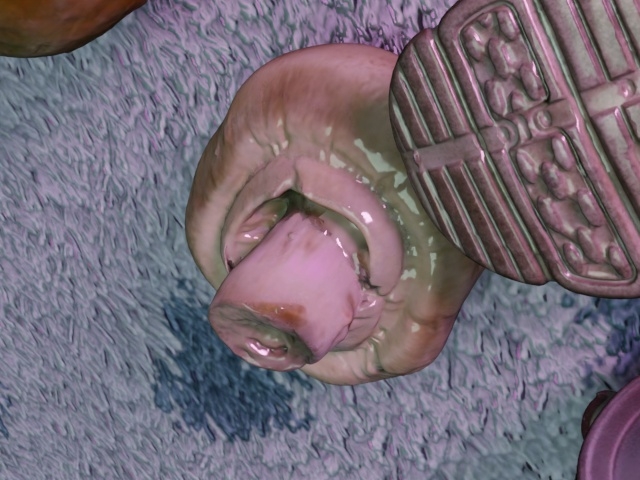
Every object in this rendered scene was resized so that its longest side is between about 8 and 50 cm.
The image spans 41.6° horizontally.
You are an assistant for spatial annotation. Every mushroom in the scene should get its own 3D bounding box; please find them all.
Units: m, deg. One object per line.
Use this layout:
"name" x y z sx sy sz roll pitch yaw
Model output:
"mushroom" 0.000 0.000 0.601 0.254 0.234 0.260 -7 111 37

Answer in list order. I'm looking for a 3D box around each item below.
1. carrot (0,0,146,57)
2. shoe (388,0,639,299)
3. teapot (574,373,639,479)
"carrot" -0.158 -0.281 0.552 0.341 0.224 0.224 -34 95 35
"shoe" 0.218 -0.088 0.443 0.351 0.198 0.171 -9 108 30
"teapot" 0.305 0.243 0.584 0.315 0.233 0.312 12 131 59
